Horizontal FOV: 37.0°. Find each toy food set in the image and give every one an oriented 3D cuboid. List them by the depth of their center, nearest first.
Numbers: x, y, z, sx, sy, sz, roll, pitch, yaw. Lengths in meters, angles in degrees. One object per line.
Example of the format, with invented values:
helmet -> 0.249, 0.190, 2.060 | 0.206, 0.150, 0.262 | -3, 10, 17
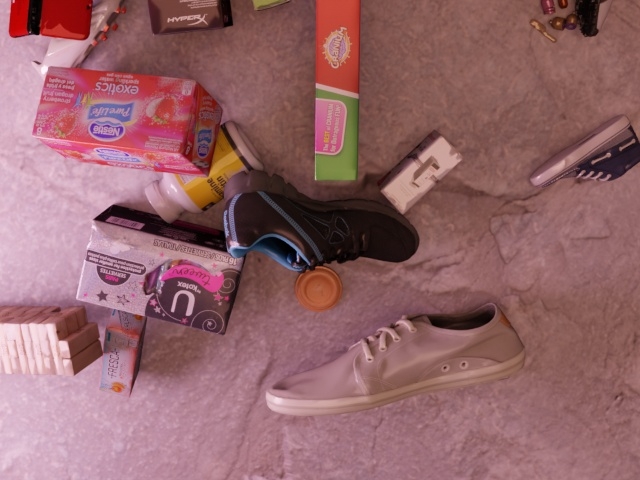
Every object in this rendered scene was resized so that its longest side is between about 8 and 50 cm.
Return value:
toy food set -> 0.401, -0.387, 1.557 | 0.078, 0.019, 0.122 | 36, 100, -8

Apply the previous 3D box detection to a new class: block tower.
block tower -> -0.532, 0.164, 1.590 | 0.335, 0.097, 0.091 | -2, 104, 20

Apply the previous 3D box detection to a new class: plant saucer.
plant saucer -> -0.003, 0.085, 1.668 | 0.083, 0.013, 0.084 | 0, 104, 0

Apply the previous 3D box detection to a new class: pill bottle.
pill bottle -> -0.193, -0.108, 1.575 | 0.184, 0.103, 0.103 | -33, 101, 7

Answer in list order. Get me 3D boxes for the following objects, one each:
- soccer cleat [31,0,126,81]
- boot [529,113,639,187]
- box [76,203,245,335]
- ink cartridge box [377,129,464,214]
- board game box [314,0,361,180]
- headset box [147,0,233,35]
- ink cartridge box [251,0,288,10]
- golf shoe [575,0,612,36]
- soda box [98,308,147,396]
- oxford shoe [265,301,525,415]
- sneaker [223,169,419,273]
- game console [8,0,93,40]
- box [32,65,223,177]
soccer cleat -> -0.389, -0.333, 1.542 | 0.076, 0.068, 0.196 | 40, 103, -6
boot -> 0.448, -0.123, 1.594 | 0.190, 0.069, 0.086 | -33, 98, 5
box -> -0.255, 0.047, 1.580 | 0.247, 0.163, 0.142 | 13, 101, -3
ink cartridge box -> 0.163, -0.115, 1.579 | 0.135, 0.099, 0.056 | -43, 99, 8
board game box -> 0.025, -0.266, 1.471 | 0.064, 0.242, 0.317 | 0, 102, 0
headset box -> -0.207, -0.462, 1.433 | 0.110, 0.218, 0.293 | -6, 103, 0
ink cartridge box -> -0.101, -0.467, 1.489 | 0.062, 0.109, 0.209 | -16, 103, 2
golf shoe -> 0.464, -0.417, 1.515 | 0.093, 0.077, 0.198 | 9, 94, -12
soda box -> -0.335, 0.186, 1.621 | 0.058, 0.063, 0.183 | 16, 135, -4
oxford shoe -> 0.123, 0.198, 1.623 | 0.449, 0.169, 0.130 | -13, 101, -3
sneaker -> 0.000, 0.000, 1.551 | 0.340, 0.140, 0.125 | 13, 148, -17
game console -> -0.427, -0.390, 1.519 | 0.085, 0.124, 0.144 | 6, 90, -41
box -> -0.299, -0.184, 1.495 | 0.256, 0.128, 0.123 | 8, 79, 15
